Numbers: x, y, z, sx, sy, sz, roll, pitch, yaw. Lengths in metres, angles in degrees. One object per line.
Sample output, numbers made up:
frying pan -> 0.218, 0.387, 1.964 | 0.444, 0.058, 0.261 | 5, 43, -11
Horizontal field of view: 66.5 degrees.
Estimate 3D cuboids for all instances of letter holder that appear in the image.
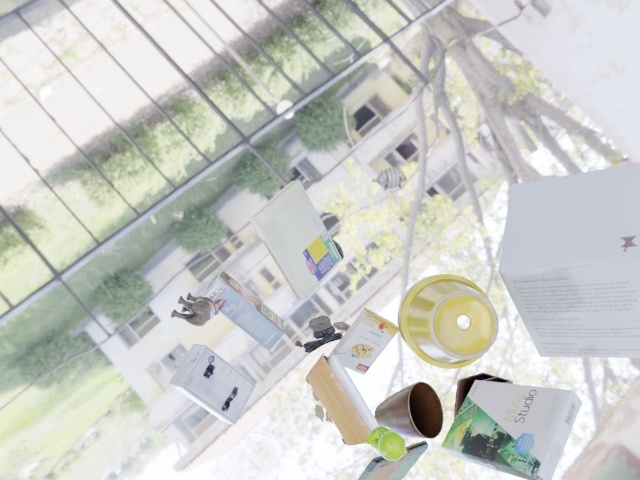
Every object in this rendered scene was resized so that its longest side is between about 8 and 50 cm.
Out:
letter holder -> 0.689, 0.742, 2.079 | 0.215, 0.301, 0.152 | 2, -179, -39

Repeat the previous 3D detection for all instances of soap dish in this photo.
soap dish -> 0.065, 0.501, 1.558 | 0.118, 0.290, 0.229 | -33, 171, -4

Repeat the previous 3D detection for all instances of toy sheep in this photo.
toy sheep -> 0.253, -0.223, 1.781 | 0.132, 0.091, 0.091 | -4, 163, -13

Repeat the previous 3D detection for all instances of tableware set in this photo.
tableware set -> 0.011, 0.731, 2.167 | 0.020, 0.141, 0.168 | -33, -137, 23

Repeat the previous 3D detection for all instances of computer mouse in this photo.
computer mouse -> -0.019, 0.387, 1.961 | 0.184, 0.060, 0.262 | -19, -167, -12

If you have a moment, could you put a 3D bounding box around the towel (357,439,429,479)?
towel -> 0.219, 0.871, 1.768 | 0.272, 0.040, 0.370 | -2, 129, -35

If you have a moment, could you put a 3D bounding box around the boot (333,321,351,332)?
boot -> 0.120, 0.374, 2.033 | 0.087, 0.119, 0.042 | 22, -85, 69

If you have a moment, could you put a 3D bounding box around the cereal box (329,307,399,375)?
cereal box -> 0.168, 0.390, 1.870 | 0.240, 0.173, 0.047 | -56, -152, 9

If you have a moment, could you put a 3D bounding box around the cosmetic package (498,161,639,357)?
cosmetic package -> 0.704, 0.070, 1.287 | 0.330, 0.393, 0.327 | -8, -137, 36

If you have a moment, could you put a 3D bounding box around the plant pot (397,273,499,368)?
plant pot -> 0.338, 0.207, 1.250 | 0.254, 0.254, 0.239 | -43, 174, -4

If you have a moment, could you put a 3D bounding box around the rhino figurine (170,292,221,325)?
rhino figurine -> -0.359, 0.203, 1.468 | 0.243, 0.106, 0.073 | -63, 172, -88

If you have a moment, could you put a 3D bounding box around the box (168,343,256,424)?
box -> -0.385, 0.524, 1.775 | 0.087, 0.290, 0.169 | -5, -133, 43

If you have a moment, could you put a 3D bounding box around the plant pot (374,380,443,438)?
plant pot -> 0.337, 0.698, 1.971 | 0.230, 0.215, 0.215 | -29, -175, 41

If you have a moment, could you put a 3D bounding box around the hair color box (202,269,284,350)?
hair color box -> -0.334, 0.303, 2.159 | 0.113, 0.374, 0.185 | -49, -170, 2

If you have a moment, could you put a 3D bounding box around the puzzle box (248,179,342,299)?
puzzle box -> -0.088, 0.000, 1.953 | 0.052, 0.408, 0.272 | -3, -146, 47

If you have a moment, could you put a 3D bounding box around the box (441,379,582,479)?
box -> 0.488, 0.484, 1.276 | 0.232, 0.058, 0.322 | -51, -166, -27

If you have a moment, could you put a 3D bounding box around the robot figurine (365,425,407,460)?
robot figurine -> 0.162, 0.492, 1.187 | 0.067, 0.101, 0.115 | -55, -169, -17

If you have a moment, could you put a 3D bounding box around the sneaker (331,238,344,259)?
sneaker -> 0.000, 0.000, 2.200 | 0.101, 0.267, 0.106 | -48, -165, 11
